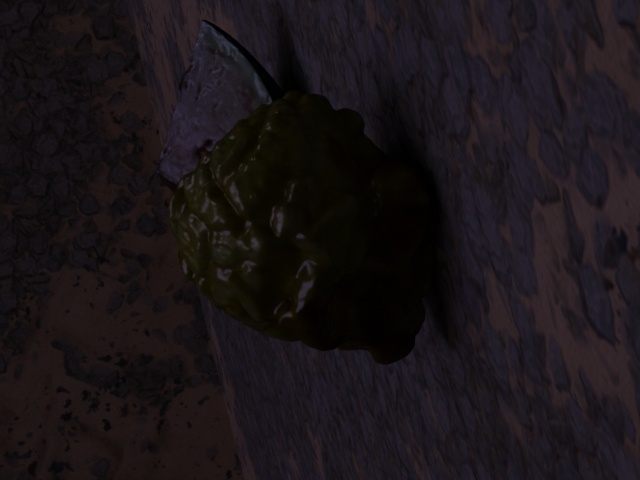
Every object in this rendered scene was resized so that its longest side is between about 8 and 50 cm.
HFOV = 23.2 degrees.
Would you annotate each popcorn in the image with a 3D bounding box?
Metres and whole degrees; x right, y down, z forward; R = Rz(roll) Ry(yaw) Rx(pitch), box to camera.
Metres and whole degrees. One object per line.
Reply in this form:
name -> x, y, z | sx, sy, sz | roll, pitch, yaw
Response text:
popcorn -> 0.000, 0.000, 1.375 | 0.251, 0.206, 0.237 | 42, 150, 3

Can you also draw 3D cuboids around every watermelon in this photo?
watermelon -> -0.091, -0.085, 1.808 | 0.260, 0.176, 0.256 | 44, -148, -64
